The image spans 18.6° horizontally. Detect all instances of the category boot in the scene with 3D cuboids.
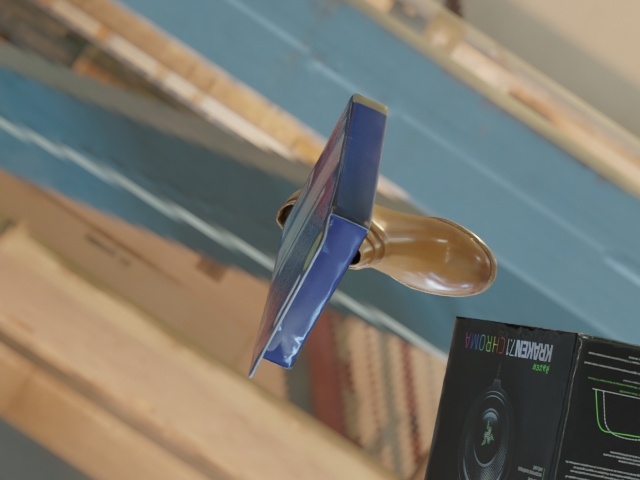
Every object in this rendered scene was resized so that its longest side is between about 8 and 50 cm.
[{"bbox_3d":[0.057,0.007,1.761,0.152,0.197,0.073,-17,126,-76],"label":"boot"}]

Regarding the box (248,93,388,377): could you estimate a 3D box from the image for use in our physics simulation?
[{"bbox_3d":[0.000,0.000,1.444,0.225,0.036,0.136,-76,-167,-58],"label":"box"}]

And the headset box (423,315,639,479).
[{"bbox_3d":[0.185,0.217,1.602,0.246,0.131,0.283,-175,-83,-71],"label":"headset box"}]
